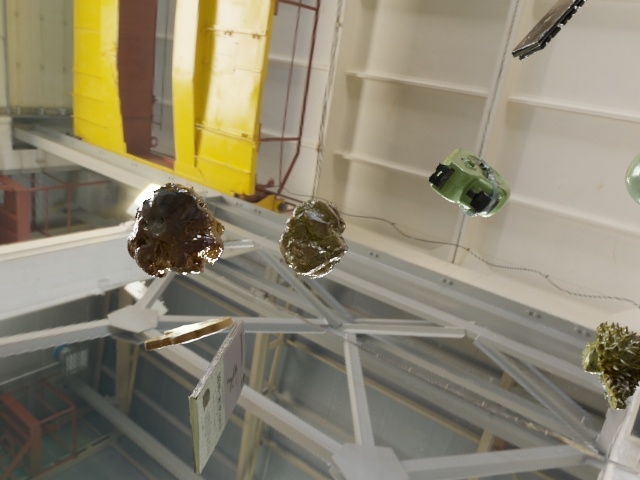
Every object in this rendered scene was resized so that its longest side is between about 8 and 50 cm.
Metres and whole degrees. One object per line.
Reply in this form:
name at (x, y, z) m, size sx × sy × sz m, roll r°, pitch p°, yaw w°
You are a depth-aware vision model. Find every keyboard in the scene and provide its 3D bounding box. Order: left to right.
keyboard at (0.497, -0.474, 0.976) m, size 0.027 × 0.106 × 0.317 m, roll 42°, pitch -91°, yaw -12°

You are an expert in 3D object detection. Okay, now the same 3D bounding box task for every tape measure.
tape measure at (0.335, -0.128, 1.141) m, size 0.175 × 0.200 × 0.106 m, roll 38°, pitch -61°, yaw 2°

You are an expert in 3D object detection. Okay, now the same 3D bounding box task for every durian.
durian at (0.691, 0.288, 1.177) m, size 0.172 × 0.306 × 0.166 m, roll 40°, pitch -66°, yaw 22°

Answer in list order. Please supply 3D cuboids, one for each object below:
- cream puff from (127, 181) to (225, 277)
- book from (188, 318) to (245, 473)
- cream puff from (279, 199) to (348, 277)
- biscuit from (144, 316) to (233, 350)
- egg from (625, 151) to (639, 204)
cream puff at (-0.352, -0.027, 1.239) m, size 0.155 × 0.241 × 0.269 m, roll 80°, pitch 2°, yaw -53°
book at (-0.138, 0.209, 0.708) m, size 0.014 × 0.181 × 0.127 m, roll 6°, pitch -67°, yaw 9°
cream puff at (-0.016, -0.002, 1.569) m, size 0.196 × 0.244 × 0.244 m, roll 53°, pitch -55°, yaw 27°
biscuit at (-0.318, 0.228, 1.258) m, size 0.236 × 0.144 × 0.040 m, roll -14°, pitch -82°, yaw 28°
egg at (0.694, -0.127, 0.979) m, size 0.192 × 0.149 × 0.149 m, roll -10°, pitch -86°, yaw 9°
